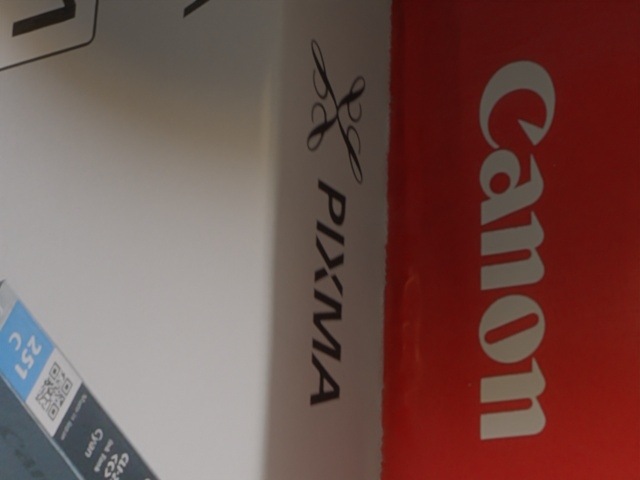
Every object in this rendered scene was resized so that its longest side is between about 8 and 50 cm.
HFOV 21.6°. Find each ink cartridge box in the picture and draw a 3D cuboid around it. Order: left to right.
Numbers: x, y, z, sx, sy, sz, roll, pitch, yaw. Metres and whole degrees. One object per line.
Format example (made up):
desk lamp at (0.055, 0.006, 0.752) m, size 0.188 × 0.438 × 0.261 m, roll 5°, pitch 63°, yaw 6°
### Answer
ink cartridge box at (0.000, 0.000, 0.427) m, size 0.261 × 0.296 × 0.066 m, roll -11°, pitch -24°, yaw 31°
